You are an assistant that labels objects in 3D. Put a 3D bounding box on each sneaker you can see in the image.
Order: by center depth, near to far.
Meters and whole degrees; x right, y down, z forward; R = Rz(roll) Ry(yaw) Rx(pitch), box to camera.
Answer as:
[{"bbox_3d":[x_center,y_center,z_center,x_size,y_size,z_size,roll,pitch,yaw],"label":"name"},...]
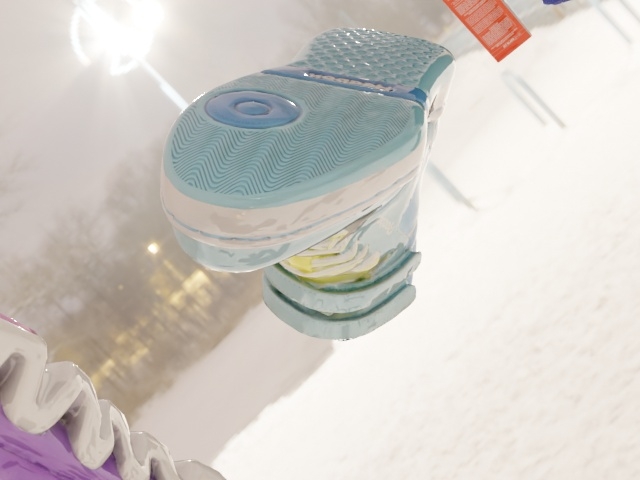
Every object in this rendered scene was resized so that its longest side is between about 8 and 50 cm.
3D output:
[{"bbox_3d":[-0.080,0.119,0.365,0.095,0.236,0.104,-12,48,41],"label":"sneaker"},{"bbox_3d":[0.000,0.000,0.643,0.319,0.127,0.208,-43,-34,-59],"label":"sneaker"}]

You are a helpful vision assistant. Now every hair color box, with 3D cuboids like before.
[{"bbox_3d":[0.133,-0.235,0.975,0.043,0.141,0.072,-38,39,17],"label":"hair color box"}]

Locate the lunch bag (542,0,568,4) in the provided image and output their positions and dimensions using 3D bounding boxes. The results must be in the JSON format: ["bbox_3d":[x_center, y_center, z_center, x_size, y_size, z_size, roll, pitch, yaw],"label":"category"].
[{"bbox_3d":[0.281,-0.399,0.999,0.138,0.221,0.293,-5,35,35],"label":"lunch bag"}]
